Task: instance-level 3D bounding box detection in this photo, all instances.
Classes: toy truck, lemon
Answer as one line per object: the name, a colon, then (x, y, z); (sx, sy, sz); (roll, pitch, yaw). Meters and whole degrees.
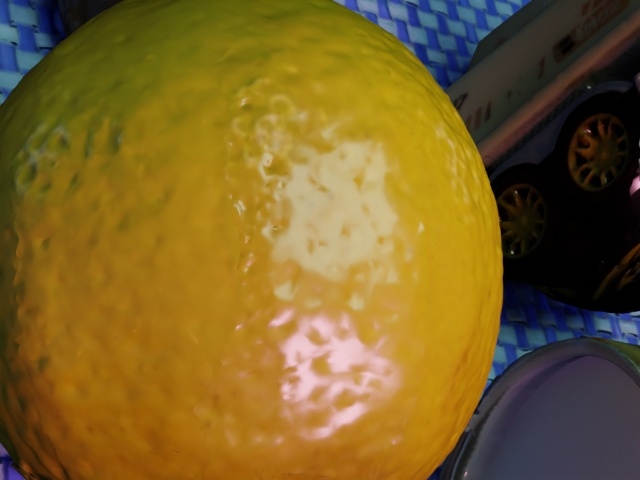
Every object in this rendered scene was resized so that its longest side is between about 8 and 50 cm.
toy truck: (0.250, -0.131, 1.110); (0.181, 0.405, 0.254); (11, 49, -40)
lemon: (-0.044, 0.014, 0.827); (0.293, 0.293, 0.293); (23, 52, -33)

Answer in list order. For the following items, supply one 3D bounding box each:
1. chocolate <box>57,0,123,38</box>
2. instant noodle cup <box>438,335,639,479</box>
chocolate: (-0.094, -0.154, 1.017); (0.148, 0.093, 0.214); (-13, 76, -49)
instant noodle cup: (0.208, 0.191, 0.973); (0.214, 0.296, 0.296); (18, 54, -28)
